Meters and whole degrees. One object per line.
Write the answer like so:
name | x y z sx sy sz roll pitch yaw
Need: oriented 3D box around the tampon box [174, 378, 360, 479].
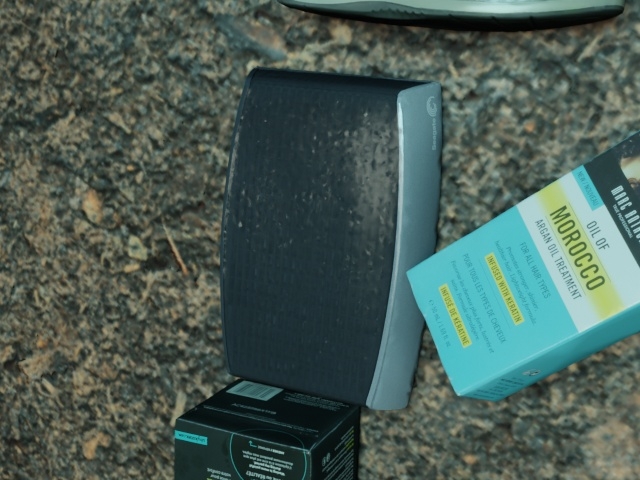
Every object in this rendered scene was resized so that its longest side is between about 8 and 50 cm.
tampon box | -0.042 0.211 0.668 0.120 0.101 0.161 8 103 24

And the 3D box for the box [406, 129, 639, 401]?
box | 0.182 0.008 0.537 0.244 0.060 0.100 -34 60 25

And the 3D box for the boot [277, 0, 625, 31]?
boot | 0.086 -0.232 0.545 0.236 0.085 0.178 10 101 23

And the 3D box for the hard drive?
hard drive | 0.000 0.000 0.639 0.172 0.054 0.254 10 103 22
